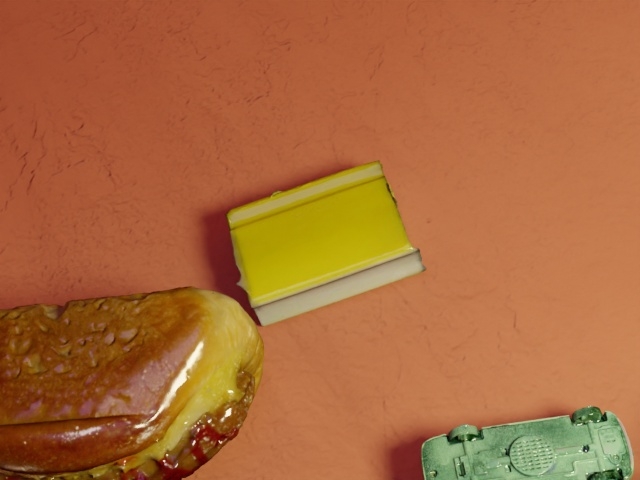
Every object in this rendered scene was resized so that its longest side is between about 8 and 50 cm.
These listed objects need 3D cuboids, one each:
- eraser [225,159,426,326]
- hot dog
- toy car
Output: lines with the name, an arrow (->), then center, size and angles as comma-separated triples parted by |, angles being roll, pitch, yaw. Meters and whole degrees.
eraser -> 0.000, 0.000, 1.589 | 0.226, 0.069, 0.158 | -19, 57, 1
hot dog -> -0.269, 0.191, 1.460 | 0.405, 0.185, 0.223 | -7, 54, 10
toy car -> 0.222, 0.245, 1.362 | 0.224, 0.076, 0.090 | -8, 54, 0
